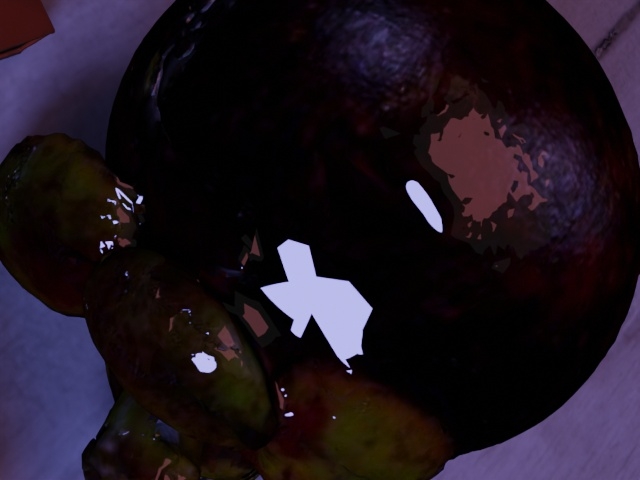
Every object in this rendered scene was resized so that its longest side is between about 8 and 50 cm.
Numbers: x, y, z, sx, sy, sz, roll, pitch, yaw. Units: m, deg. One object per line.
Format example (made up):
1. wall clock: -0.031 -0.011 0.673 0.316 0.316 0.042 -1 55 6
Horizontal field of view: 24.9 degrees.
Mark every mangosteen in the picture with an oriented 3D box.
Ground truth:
1. mangosteen: 0.003 -0.013 0.998 0.381 0.421 0.381 58 5 -9

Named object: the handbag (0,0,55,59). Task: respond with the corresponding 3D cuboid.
1. handbag: -0.282 -0.165 0.963 0.190 0.063 0.127 -30 97 -48
